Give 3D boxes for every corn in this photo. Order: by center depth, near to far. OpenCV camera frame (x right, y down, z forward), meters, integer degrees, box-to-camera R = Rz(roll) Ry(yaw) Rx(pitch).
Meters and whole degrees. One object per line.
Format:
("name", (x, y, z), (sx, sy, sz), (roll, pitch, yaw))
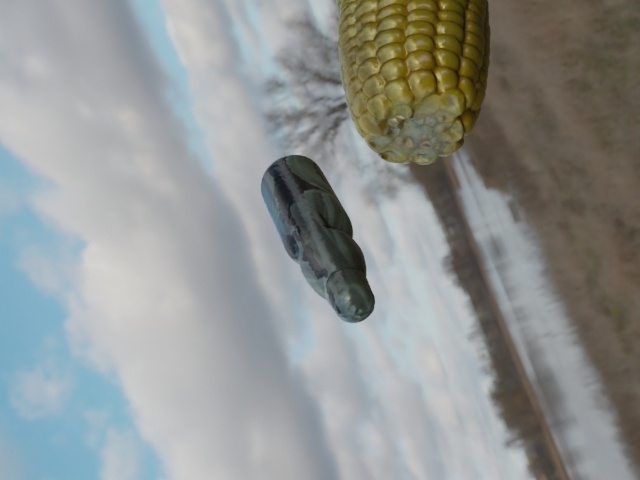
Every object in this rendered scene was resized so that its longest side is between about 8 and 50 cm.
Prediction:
("corn", (0.059, -0.179, 0.723), (0.106, 0.106, 0.305), (59, -154, -52))

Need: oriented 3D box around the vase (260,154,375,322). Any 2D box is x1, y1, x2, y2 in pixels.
("vase", (0.000, 0.000, 0.916), (0.060, 0.059, 0.211), (63, 180, -34))
